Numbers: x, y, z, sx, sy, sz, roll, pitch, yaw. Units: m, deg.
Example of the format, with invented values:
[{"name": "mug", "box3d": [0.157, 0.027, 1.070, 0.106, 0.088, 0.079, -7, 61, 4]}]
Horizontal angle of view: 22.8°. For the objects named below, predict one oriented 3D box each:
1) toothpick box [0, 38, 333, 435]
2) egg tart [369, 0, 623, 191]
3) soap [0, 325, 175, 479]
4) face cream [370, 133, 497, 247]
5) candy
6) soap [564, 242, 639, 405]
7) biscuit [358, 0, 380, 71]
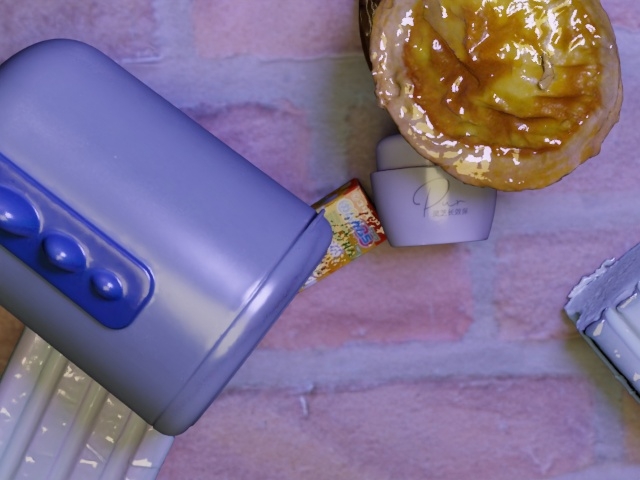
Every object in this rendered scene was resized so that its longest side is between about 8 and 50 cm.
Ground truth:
[{"name": "toothpick box", "box3d": [-0.193, -0.021, 1.366, 0.354, 0.263, 0.263, 38, 100, 0]}, {"name": "egg tart", "box3d": [0.147, -0.150, 1.376, 0.241, 0.106, 0.241, 4, 76, -16]}, {"name": "soap", "box3d": [-0.251, 0.219, 1.523, 0.173, 0.095, 0.289, 24, 102, -7]}, {"name": "face cream", "box3d": [0.105, -0.048, 1.453, 0.117, 0.117, 0.104, -5, 89, -1]}, {"name": "candy", "box3d": [0.000, 0.000, 1.505, 0.122, 0.038, 0.062, -31, 103, 6]}, {"name": "soap", "box3d": [0.368, 0.117, 1.528, 0.150, 0.094, 0.261, -40, 102, 3]}, {"name": "biscuit", "box3d": [0.134, -0.211, 1.457, 0.212, 0.036, 0.212, -1, 103, -3]}]
